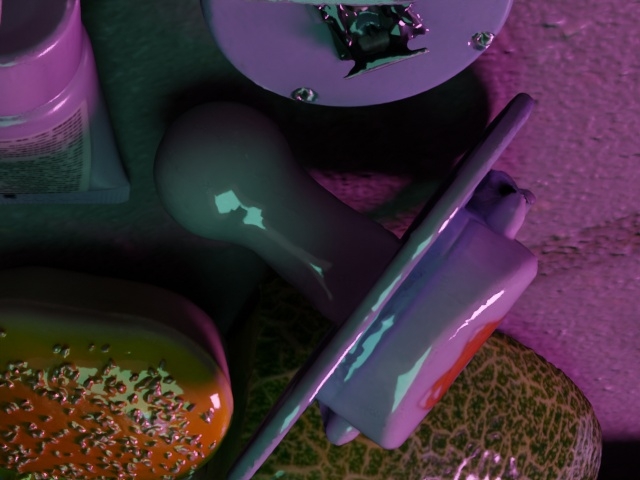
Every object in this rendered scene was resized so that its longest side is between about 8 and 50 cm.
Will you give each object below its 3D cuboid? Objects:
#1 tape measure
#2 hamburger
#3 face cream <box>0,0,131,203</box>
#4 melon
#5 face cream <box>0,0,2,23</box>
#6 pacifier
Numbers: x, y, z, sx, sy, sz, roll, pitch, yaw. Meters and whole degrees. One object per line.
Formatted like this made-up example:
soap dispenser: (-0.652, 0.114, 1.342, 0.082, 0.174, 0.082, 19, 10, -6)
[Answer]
tape measure: (0.020, -0.156, 1.057, 0.182, 0.107, 0.181, -23, 135, 16)
hamburger: (-0.162, 0.101, 1.350, 0.210, 0.116, 0.173, 10, 143, 3)
face cream: (-0.184, -0.076, 1.158, 0.154, 0.096, 0.274, -4, 157, -9)
melon: (0.065, 0.185, 1.484, 0.343, 0.331, 0.226, 6, -173, -20)
face cream: (-0.225, -0.202, 0.853, 0.179, 0.218, 0.218, 1, 143, -10)
pacifier: (0.000, 0.000, 1.226, 0.233, 0.244, 0.299, 38, 99, -4)
